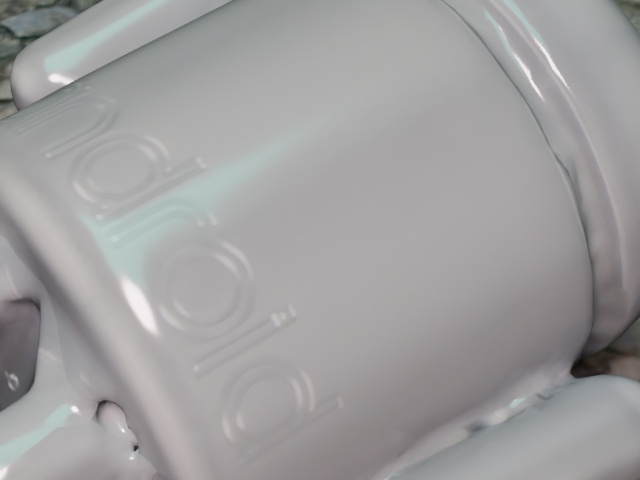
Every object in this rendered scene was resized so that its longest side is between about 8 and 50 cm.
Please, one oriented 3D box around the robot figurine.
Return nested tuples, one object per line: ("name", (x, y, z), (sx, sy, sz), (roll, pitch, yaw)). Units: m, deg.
("robot figurine", (0.000, 0.000, 0.593), (0.353, 0.200, 0.300), (-31, 69, -20))
